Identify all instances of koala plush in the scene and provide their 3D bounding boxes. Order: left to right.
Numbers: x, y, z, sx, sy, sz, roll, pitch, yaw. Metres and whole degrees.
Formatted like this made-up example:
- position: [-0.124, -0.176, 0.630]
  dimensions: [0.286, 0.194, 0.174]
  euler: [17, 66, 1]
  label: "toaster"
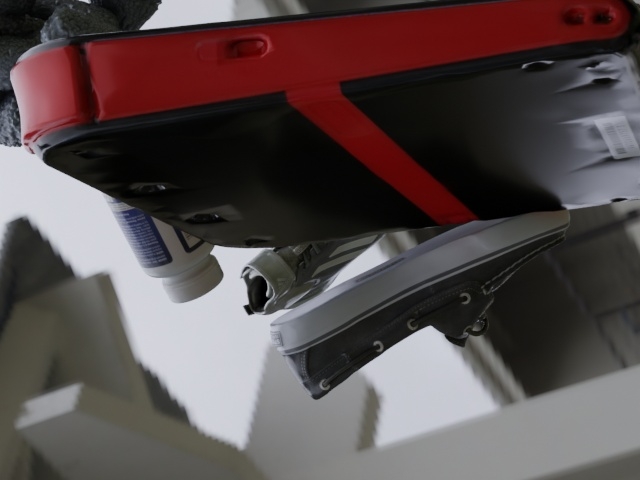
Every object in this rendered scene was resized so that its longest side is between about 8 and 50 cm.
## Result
- position: [-0.302, -0.218, 1.611]
  dimensions: [0.221, 0.203, 0.196]
  euler: [44, -153, -16]
  label: "koala plush"

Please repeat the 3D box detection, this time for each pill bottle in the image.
- position: [-0.125, -0.012, 1.381]
  dimensions: [0.120, 0.067, 0.067]
  euler: [64, -155, -21]
  label: "pill bottle"

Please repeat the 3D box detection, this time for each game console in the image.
- position: [0.036, -0.066, 1.021]
  dimensions: [0.386, 0.342, 0.060]
  euler: [29, -126, -71]
  label: "game console"

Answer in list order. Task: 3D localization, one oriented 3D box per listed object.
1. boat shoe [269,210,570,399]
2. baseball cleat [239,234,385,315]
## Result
- position: [0.079, 0.044, 1.212]
  dimensions: [0.076, 0.228, 0.080]
  euler: [64, 177, -6]
  label: "boat shoe"
- position: [0.000, 0.000, 1.503]
  dimensions: [0.072, 0.206, 0.109]
  euler: [45, -143, 16]
  label: "baseball cleat"
